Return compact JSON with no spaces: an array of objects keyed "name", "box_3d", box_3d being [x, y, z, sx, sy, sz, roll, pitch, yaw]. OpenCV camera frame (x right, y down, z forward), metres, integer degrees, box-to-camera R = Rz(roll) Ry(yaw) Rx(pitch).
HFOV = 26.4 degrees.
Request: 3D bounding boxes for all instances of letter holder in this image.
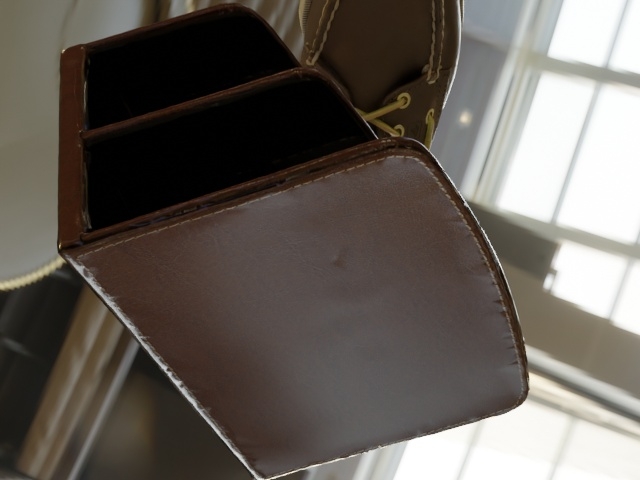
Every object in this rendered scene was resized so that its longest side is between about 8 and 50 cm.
[{"name":"letter holder","box_3d":[0.000,0.000,0.854,0.302,0.215,0.152,60,-162,-51]}]

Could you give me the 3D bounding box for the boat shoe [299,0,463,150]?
[{"name":"boat shoe","box_3d":[0.030,-0.085,0.962,0.324,0.117,0.096,104,174,-45]}]
